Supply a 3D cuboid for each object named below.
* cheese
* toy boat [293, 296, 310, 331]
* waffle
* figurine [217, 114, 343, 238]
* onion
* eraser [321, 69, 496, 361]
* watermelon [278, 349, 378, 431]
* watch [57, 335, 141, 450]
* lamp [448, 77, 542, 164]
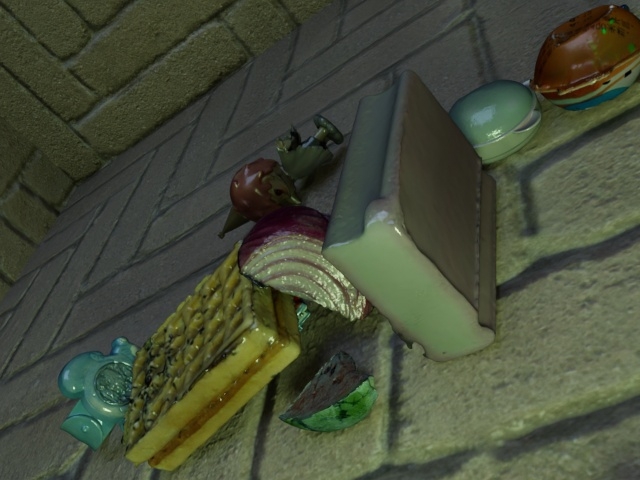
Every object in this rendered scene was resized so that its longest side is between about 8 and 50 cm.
[{"bbox_3d":[0.463,-0.326,1.122,0.217,0.129,0.329,-18,23,35],"label":"cheese"},{"bbox_3d":[-0.083,0.167,1.210,0.173,0.059,0.069,-49,27,3],"label":"toy boat"},{"bbox_3d":[-0.201,0.199,1.168,0.376,0.114,0.261,-45,34,22],"label":"waffle"},{"bbox_3d":[-0.108,-0.141,1.593,0.387,0.166,0.207,-45,-6,0],"label":"figurine"},{"bbox_3d":[0.000,0.000,1.128,0.247,0.250,0.111,-63,-9,-57],"label":"onion"},{"bbox_3d":[0.150,-0.044,0.970,0.122,0.272,0.359,-25,31,31],"label":"eraser"},{"bbox_3d":[0.030,0.223,0.979,0.187,0.071,0.139,-32,21,37],"label":"watermelon"},{"bbox_3d":[-0.431,0.320,1.351,0.193,0.211,0.211,-47,17,45],"label":"watch"},{"bbox_3d":[0.288,-0.216,1.215,0.246,0.108,0.179,-20,31,37],"label":"lamp"}]
